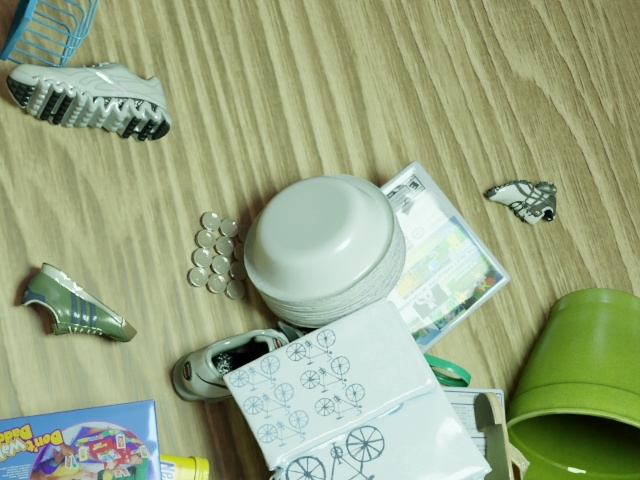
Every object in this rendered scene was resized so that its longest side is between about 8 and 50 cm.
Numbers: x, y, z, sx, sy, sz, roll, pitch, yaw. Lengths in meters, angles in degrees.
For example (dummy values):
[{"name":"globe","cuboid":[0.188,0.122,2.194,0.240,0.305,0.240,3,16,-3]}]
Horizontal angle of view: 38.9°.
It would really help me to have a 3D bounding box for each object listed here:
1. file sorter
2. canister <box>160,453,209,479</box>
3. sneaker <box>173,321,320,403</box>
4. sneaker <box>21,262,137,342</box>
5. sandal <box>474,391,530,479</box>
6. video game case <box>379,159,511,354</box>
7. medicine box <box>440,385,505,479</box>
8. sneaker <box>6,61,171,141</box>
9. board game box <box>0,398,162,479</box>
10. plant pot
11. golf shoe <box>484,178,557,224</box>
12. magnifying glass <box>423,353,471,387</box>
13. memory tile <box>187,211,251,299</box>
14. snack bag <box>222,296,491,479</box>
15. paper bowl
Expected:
[{"name":"file sorter","cuboid":[-0.456,-0.370,1.532,0.104,0.170,0.118,20,66,-26]},{"name":"canister","cuboid":[-0.277,0.403,1.465,0.169,0.073,0.126,16,70,-24]},{"name":"sneaker","cuboid":[-0.079,0.210,1.587,0.330,0.146,0.123,-9,73,-32]},{"name":"sneaker","cuboid":[-0.402,0.126,1.485,0.192,0.064,0.086,40,68,-14]},{"name":"sandal","cuboid":[0.343,0.392,1.638,0.079,0.088,0.240,2,70,-24]},{"name":"video game case","cuboid":[0.150,0.061,1.740,0.329,0.036,0.300,-39,91,-8]},{"name":"medicine box","cuboid":[0.204,0.421,1.690,0.263,0.149,0.290,8,72,-28]},{"name":"sneaker","cuboid":[-0.400,-0.259,1.579,0.292,0.110,0.118,11,62,-35]},{"name":"board game box","cuboid":[-0.409,0.376,1.342,0.346,0.078,0.234,-5,78,-15]},{"name":"plant pot","cuboid":[0.565,0.300,1.842,0.366,0.366,0.353,35,50,-17]},{"name":"golf shoe","cuboid":[0.457,-0.084,2.026,0.198,0.077,0.094,0,76,-29]},{"name":"magnifying glass","cuboid":[0.191,0.234,1.784,0.230,0.092,0.026,28,67,-9]},{"name":"memory tile","cuboid":[-0.181,0.028,1.666,0.113,0.012,0.148,20,67,-24]},{"name":"snack bag","cuboid":[0.057,0.295,1.453,0.323,0.037,0.343,-23,68,-15]},{"name":"paper bowl","cuboid":[0.000,0.000,1.606,0.284,0.284,0.148,-64,147,-27]}]
